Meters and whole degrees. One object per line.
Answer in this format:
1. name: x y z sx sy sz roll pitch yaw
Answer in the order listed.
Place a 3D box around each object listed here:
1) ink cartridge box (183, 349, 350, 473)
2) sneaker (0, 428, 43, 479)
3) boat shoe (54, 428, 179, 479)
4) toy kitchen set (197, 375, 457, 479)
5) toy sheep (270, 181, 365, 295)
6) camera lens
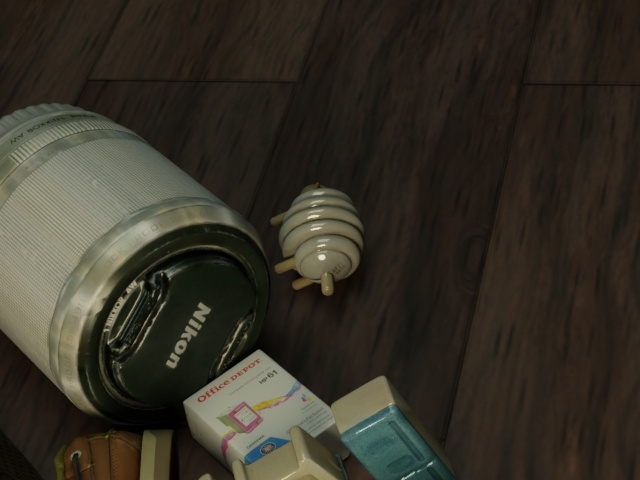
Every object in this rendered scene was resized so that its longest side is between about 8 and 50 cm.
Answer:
1. ink cartridge box: -0.048 0.162 1.518 0.088 0.052 0.122 -34 45 -22
2. sneaker: -0.319 0.217 1.510 0.123 0.106 0.290 -47 50 2
3. boat shoe: -0.172 0.281 1.364 0.104 0.111 0.307 -1 41 2
4. toy kitchen set: 0.010 0.244 1.394 0.207 0.122 0.166 -31 41 10
5. toy sheep: 0.000 0.000 1.666 0.091 0.091 0.132 -10 55 2
6. camera lens: -0.195 0.020 1.585 0.219 0.219 0.274 -33 45 -22
